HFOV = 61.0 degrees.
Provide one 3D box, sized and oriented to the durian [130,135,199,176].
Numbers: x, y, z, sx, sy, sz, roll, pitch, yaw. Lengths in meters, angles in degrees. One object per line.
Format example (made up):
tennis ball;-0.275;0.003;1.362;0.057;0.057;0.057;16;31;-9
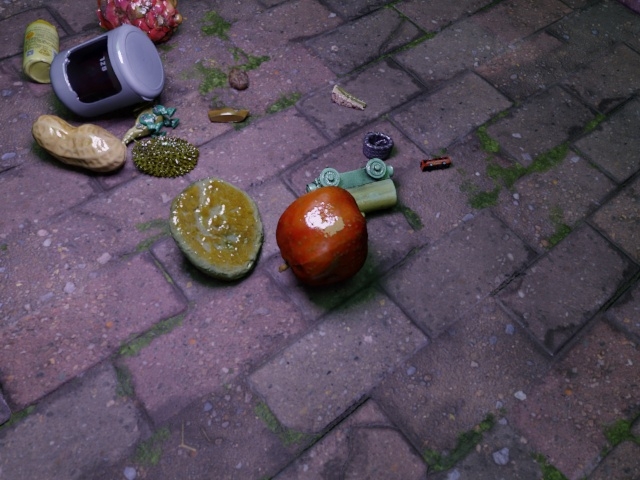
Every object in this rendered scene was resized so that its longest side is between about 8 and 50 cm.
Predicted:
durian;-0.510;-0.284;1.770;0.220;0.095;0.137;3;61;-9

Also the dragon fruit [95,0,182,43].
dragon fruit;-0.668;-0.864;2.050;0.290;0.250;0.269;11;38;7

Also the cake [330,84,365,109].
cake;0.101;-0.528;2.053;0.140;0.055;0.051;28;55;-9

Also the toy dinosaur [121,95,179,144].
toy dinosaur;-0.590;-0.394;1.848;0.153;0.094;0.259;19;65;8

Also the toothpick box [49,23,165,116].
toothpick box;-0.722;-0.545;1.813;0.354;0.263;0.263;-12;55;19

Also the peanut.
peanut;-0.771;-0.309;1.733;0.305;0.147;0.147;13;57;1

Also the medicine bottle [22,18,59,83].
medicine bottle;-1.007;-0.686;1.964;0.124;0.124;0.239;-9;58;-13

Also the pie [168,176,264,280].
pie;-0.305;-0.042;1.610;0.323;0.070;0.323;15;63;-32

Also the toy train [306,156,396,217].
toy train;0.107;-0.158;1.777;0.307;0.126;0.190;-15;92;-16

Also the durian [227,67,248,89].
durian;-0.304;-0.601;2.026;0.091;0.080;0.080;34;48;-35

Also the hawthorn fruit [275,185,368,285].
hawthorn fruit;0.000;0.000;1.567;0.299;0.275;0.275;-34;66;-5

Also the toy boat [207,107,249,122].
toy boat;-0.326;-0.452;1.936;0.149;0.047;0.049;-3;57;-8

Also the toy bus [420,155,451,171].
toy bus;0.405;-0.271;1.920;0.110;0.031;0.043;-9;56;-14

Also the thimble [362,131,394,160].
thimble;0.201;-0.332;1.913;0.104;0.066;0.095;21;55;6
